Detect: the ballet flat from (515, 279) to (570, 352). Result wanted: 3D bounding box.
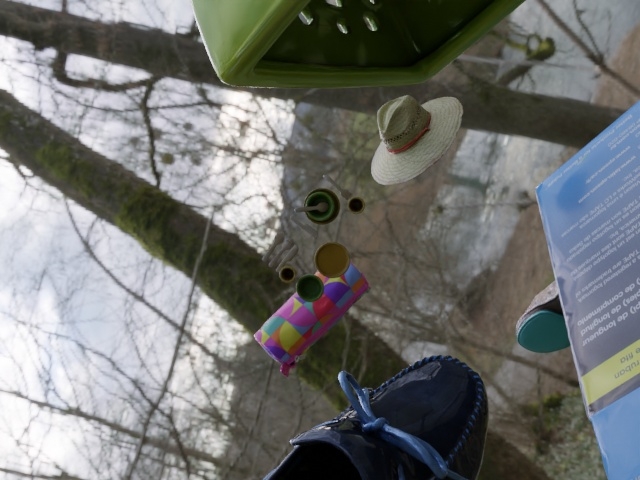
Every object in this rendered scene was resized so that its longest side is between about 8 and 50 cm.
[{"bbox_3d":[0.433,0.097,1.259,0.106,0.108,0.316,-59,-3,-29],"label":"ballet flat"}]

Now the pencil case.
[{"bbox_3d":[-0.012,0.135,1.359,0.236,0.104,0.104,-47,-7,-9],"label":"pencil case"}]

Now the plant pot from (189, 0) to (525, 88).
[{"bbox_3d":[0.035,-0.244,0.468,0.228,0.207,0.227,-12,-20,-48],"label":"plant pot"}]

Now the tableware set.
[{"bbox_3d":[0.000,0.000,0.965,0.154,0.104,0.024,-52,-3,9],"label":"tableware set"}]

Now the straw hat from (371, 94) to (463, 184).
[{"bbox_3d":[0.101,-0.142,0.909,0.144,0.061,0.144,-31,34,24],"label":"straw hat"}]

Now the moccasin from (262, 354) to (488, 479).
[{"bbox_3d":[0.029,0.192,0.554,0.342,0.138,0.116,-42,-44,-39],"label":"moccasin"}]

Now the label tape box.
[{"bbox_3d":[0.306,0.011,0.539,0.249,0.115,0.347,-45,25,34],"label":"label tape box"}]
